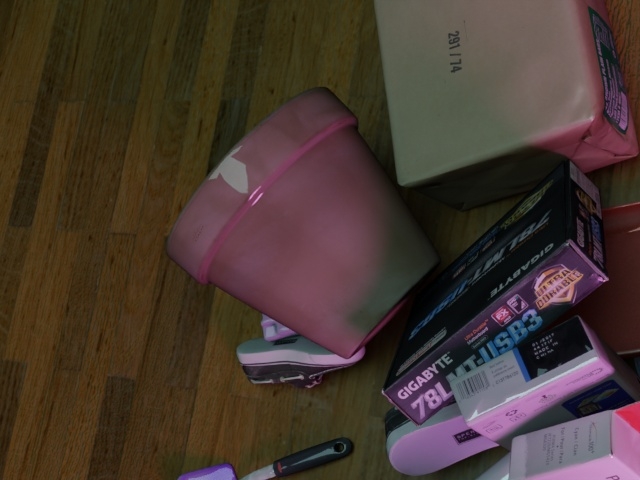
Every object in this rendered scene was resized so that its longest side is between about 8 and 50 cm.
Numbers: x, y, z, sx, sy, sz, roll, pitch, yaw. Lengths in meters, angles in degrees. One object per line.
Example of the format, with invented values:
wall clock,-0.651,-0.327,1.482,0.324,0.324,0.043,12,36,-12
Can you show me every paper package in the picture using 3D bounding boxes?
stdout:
paper package,0.250,-0.241,1.409,0.309,0.168,0.325,-19,67,34

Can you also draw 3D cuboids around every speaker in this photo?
speaker,0.228,0.337,1.348,0.136,0.055,0.055,-43,61,12

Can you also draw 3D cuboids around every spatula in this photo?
spatula,-0.084,0.354,1.525,0.296,0.030,0.084,-23,67,20

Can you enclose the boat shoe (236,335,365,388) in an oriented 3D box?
boat shoe,-0.024,0.182,1.521,0.219,0.078,0.070,-5,110,34

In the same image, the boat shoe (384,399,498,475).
boat shoe,0.230,0.216,1.351,0.306,0.113,0.105,-27,31,14

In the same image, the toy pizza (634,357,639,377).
toy pizza,0.499,0.137,1.272,0.201,0.032,0.201,-8,72,27

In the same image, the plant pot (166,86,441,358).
plant pot,0.000,0.000,1.377,0.280,0.323,0.323,44,99,9

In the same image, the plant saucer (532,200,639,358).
plant saucer,0.396,0.056,1.287,0.259,0.048,0.258,-13,40,25

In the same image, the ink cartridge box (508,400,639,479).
ink cartridge box,0.399,0.277,1.102,0.261,0.296,0.066,-30,33,40

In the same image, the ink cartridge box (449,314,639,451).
ink cartridge box,0.295,0.198,1.198,0.165,0.332,0.065,-31,54,16

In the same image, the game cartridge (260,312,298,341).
game cartridge,-0.011,-0.004,1.555,0.196,0.060,0.294,-15,68,16

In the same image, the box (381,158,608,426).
box,0.219,0.057,1.248,0.073,0.293,0.295,44,115,-4
